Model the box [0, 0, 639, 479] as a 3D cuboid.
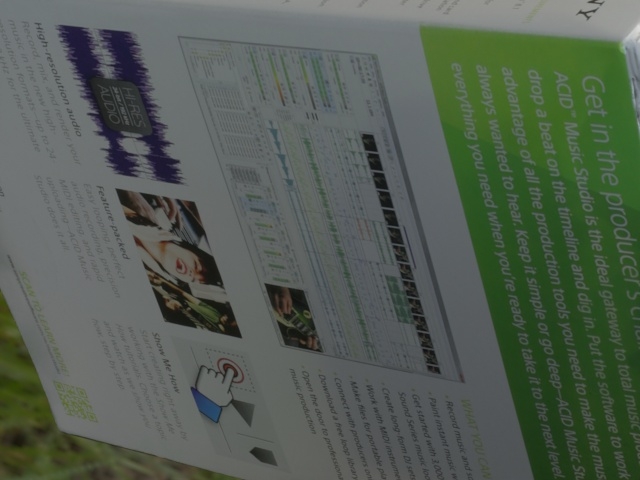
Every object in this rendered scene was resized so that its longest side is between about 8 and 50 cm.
[{"bbox_3d":[0.000,0.000,0.701,0.058,0.322,0.232,-47,134,-37],"label":"box"}]
